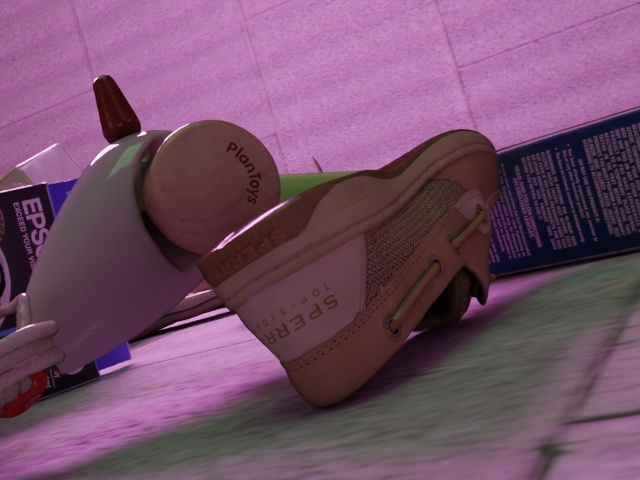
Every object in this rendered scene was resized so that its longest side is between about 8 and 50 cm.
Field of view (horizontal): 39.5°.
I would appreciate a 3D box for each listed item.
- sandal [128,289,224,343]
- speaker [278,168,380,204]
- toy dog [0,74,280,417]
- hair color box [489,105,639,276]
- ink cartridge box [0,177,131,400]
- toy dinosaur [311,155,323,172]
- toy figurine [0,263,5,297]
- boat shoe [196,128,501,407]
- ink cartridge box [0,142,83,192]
[{"bbox_3d":[-0.239,0.087,1.269,0.303,0.086,0.120,-19,1,9],"label":"sandal"},{"bbox_3d":[0.008,-0.024,1.074,0.297,0.131,0.131,-4,-2,-16],"label":"speaker"},{"bbox_3d":[-0.178,0.006,0.562,0.334,0.161,0.220,-35,-6,-46],"label":"toy dog"},{"bbox_3d":[0.221,-0.045,0.760,0.347,0.105,0.174,-15,3,43],"label":"hair color box"},{"bbox_3d":[-0.289,0.053,0.865,0.208,0.206,0.045,-19,9,-39],"label":"ink cartridge box"},{"bbox_3d":[0.000,0.000,1.165,0.064,0.112,0.211,-2,47,31],"label":"toy dinosaur"},{"bbox_3d":[-0.361,0.080,0.671,0.148,0.209,0.213,31,25,32],"label":"toy figurine"},{"bbox_3d":[0.050,0.010,0.582,0.122,0.110,0.341,-34,-4,32],"label":"boat shoe"},{"bbox_3d":[-0.451,0.046,1.269,0.353,0.207,0.119,-31,14,23],"label":"ink cartridge box"}]
